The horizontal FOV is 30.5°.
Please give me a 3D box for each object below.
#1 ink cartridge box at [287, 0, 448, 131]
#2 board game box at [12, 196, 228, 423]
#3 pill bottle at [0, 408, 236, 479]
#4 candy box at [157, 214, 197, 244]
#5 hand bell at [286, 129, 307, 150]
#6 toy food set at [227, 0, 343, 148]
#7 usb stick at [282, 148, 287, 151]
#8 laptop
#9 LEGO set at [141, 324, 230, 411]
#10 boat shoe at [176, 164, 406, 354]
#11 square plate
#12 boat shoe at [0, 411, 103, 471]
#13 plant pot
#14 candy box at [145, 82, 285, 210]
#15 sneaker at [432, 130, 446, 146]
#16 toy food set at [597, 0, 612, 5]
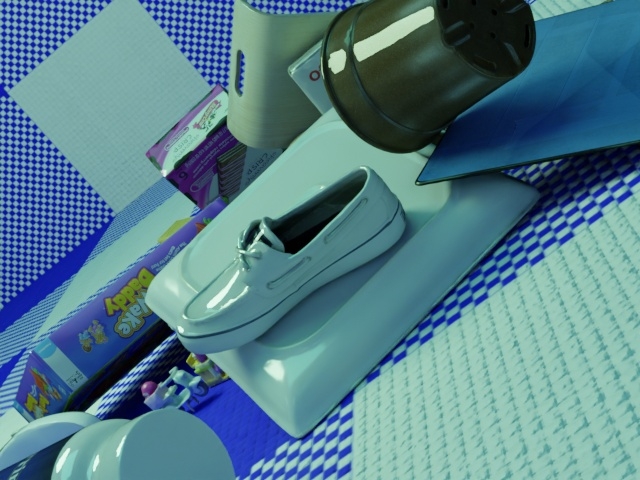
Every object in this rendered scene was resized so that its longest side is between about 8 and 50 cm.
[{"bbox_3d":[0.084,-0.194,1.564,0.160,0.219,0.092,-39,14,5],"label":"ink cartridge box"},{"bbox_3d":[-0.261,0.112,1.633,0.347,0.078,0.233,-42,-5,-30],"label":"board game box"},{"bbox_3d":[-0.207,0.251,1.070,0.264,0.153,0.153,-29,17,38],"label":"pill bottle"},{"bbox_3d":[-0.182,0.016,1.863,0.053,0.109,0.186,-47,15,-19],"label":"candy box"},{"bbox_3d":[0.031,-0.063,1.600,0.126,0.126,0.242,-39,25,4],"label":"hand bell"},{"bbox_3d":[0.023,-0.253,1.681,0.306,0.220,0.092,-7,42,-17],"label":"toy food set"},{"bbox_3d":[-0.021,-0.161,1.993,0.077,0.045,0.278,-57,16,-24],"label":"usb stick"},{"bbox_3d":[0.298,-0.270,1.151,0.382,0.236,0.408,-57,-17,-49],"label":"laptop"},{"bbox_3d":[-0.149,0.099,1.499,0.132,0.107,0.287,-35,14,21],"label":"LEGO set"},{"bbox_3d":[-0.043,0.013,1.150,0.258,0.084,0.095,-35,38,1],"label":"boat shoe"},{"bbox_3d":[0.000,0.000,1.241,0.344,0.049,0.347,-44,38,-11],"label":"square plate"},{"bbox_3d":[-0.355,0.279,1.519,0.301,0.108,0.102,-39,13,39],"label":"boat shoe"},{"bbox_3d":[0.112,-0.189,1.159,0.167,0.167,0.165,-49,15,-33],"label":"plant pot"},{"bbox_3d":[-0.142,-0.116,1.828,0.159,0.233,0.071,-44,55,2],"label":"candy box"},{"bbox_3d":[0.063,-0.041,1.392,0.290,0.106,0.123,-22,-20,10],"label":"sneaker"},{"bbox_3d":[0.358,-0.265,1.481,0.078,0.019,0.122,-26,27,47],"label":"toy food set"}]
